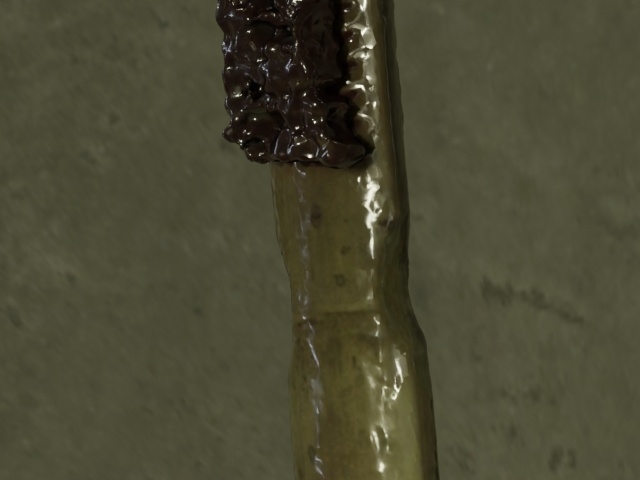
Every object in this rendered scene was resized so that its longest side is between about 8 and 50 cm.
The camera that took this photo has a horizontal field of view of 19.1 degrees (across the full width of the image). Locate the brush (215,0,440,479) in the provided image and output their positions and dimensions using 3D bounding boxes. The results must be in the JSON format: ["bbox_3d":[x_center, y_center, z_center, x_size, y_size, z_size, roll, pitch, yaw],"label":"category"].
[{"bbox_3d":[0.000,0.000,0.474,0.043,0.036,0.248,0,98,40],"label":"brush"}]
